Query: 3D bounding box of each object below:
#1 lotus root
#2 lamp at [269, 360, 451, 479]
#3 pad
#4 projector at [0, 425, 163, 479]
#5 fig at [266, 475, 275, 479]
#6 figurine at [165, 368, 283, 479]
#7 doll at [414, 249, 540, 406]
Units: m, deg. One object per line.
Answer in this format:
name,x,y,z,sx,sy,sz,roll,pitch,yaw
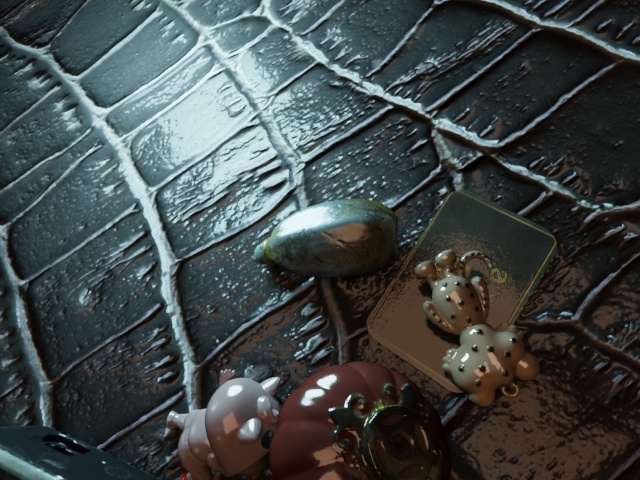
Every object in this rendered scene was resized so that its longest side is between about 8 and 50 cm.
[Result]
lotus root,0.000,0.000,1.002,0.322,0.140,0.158,-8,70,14
lamp,0.066,0.350,0.793,0.303,0.257,0.303,14,56,-21
pad,0.297,0.095,0.934,0.315,0.063,0.375,31,82,21
projector,-0.524,0.596,0.871,0.395,0.242,0.405,15,76,17
fig,-0.067,0.463,0.895,0.088,0.074,0.074,-24,64,-24
figurine,-0.174,0.367,0.932,0.287,0.186,0.176,-33,25,22
doll,0.272,0.148,0.875,0.154,0.119,0.278,-19,68,7
